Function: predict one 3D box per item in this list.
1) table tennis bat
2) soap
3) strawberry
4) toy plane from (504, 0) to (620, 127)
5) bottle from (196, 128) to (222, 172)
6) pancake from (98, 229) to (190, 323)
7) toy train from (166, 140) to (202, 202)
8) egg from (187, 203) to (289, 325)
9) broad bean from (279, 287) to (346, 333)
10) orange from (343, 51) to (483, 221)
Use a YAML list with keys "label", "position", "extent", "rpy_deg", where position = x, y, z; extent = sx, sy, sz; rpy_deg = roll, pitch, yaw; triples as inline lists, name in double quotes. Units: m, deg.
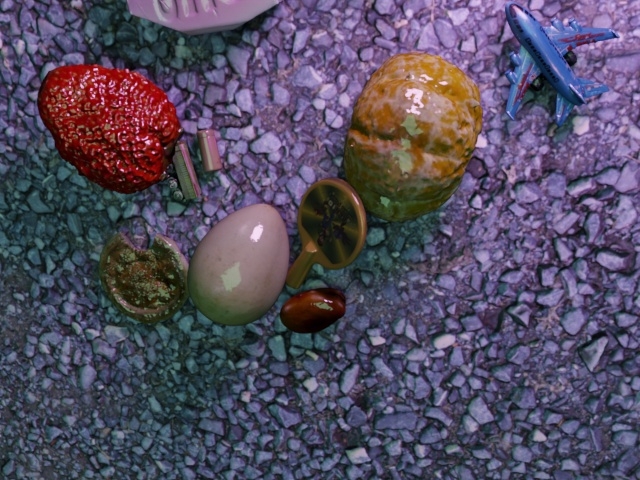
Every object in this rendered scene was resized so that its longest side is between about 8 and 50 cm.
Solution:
- label: "table tennis bat"
  position: [0.000, 0.000, 1.375]
  extent: [0.198, 0.050, 0.320]
  rpy_deg: [55, 132, 23]
- label: "soap"
  position: [-0.240, -0.534, 1.270]
  extent: [0.324, 0.109, 0.192]
  rpy_deg: [-3, 114, 11]
- label: "strawberry"
  position: [-0.452, -0.242, 1.317]
  extent: [0.261, 0.258, 0.260]
  rpy_deg: [-2, 82, 14]
- label: "toy plane"
  position: [0.459, -0.372, 1.233]
  extent: [0.254, 0.105, 0.271]
  rpy_deg: [-38, 96, 15]
- label: "bottle"
  position: [-0.258, -0.209, 1.408]
  extent: [0.045, 0.045, 0.096]
  rpy_deg: [-7, 103, 10]
- label: "pancake"
  position: [-0.440, 0.094, 1.521]
  extent: [0.254, 0.037, 0.253]
  rpy_deg: [2, 105, 7]
- label: "toy train"
  position: [-0.331, -0.161, 1.435]
  extent: [0.071, 0.038, 0.147]
  rpy_deg: [-13, 104, 10]
- label: "egg"
  position: [-0.178, 0.053, 1.380]
  extent: [0.219, 0.218, 0.295]
  rpy_deg: [27, 100, 0]
- label: "broad bean"
  position: [-0.019, 0.170, 1.460]
  extent: [0.165, 0.084, 0.114]
  rpy_deg: [-31, 104, 21]
- label: "orange"
  position: [0.186, -0.204, 1.267]
  extent: [0.271, 0.210, 0.368]
  rpy_deg: [19, 105, 5]
